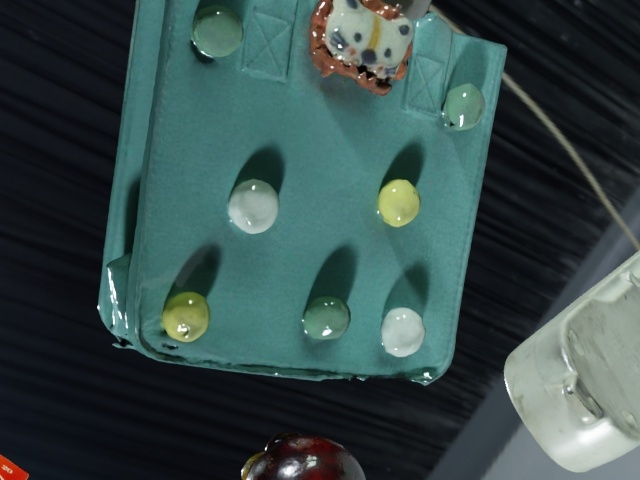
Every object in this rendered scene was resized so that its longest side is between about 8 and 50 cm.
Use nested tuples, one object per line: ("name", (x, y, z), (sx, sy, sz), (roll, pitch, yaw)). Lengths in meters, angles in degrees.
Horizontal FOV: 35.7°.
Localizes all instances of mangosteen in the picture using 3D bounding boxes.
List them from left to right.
("mangosteen", (-0.021, 0.254, 1.040), (0.140, 0.140, 0.140), (-36, 41, 39))

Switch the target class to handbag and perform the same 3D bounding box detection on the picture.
("handbag", (-0.006, -0.036, 0.680), (0.100, 0.269, 0.274), (22, 100, 62))

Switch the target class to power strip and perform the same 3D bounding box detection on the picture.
("power strip", (0.179, 0.058, 0.565), (0.048, 0.286, 0.080), (-42, 78, 30))

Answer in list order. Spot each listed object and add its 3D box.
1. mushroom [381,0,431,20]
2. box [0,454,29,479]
("mushroom", (-0.010, -0.243, 0.797), (0.226, 0.226, 0.178), (-13, 44, 53))
("box", (-0.318, 0.260, 0.861), (0.100, 0.048, 0.152), (-49, 4, 10))
